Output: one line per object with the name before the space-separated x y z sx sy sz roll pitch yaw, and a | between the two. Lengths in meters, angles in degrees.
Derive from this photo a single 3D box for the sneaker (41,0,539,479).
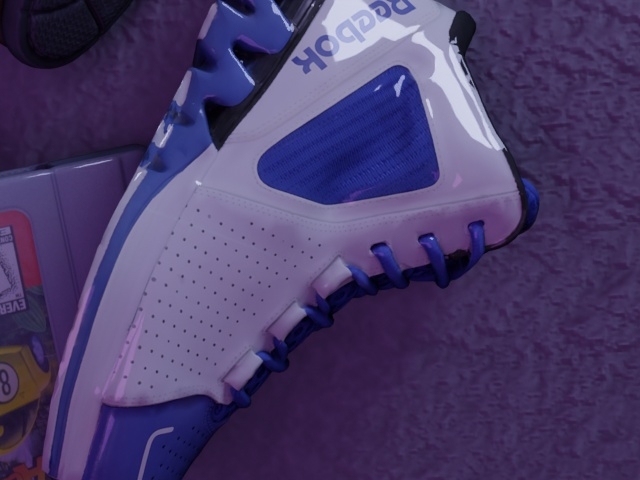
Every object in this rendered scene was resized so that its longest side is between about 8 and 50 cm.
sneaker | 0.000 -0.001 0.623 0.182 0.127 0.315 22 78 -3

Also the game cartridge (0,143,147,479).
game cartridge | -0.201 0.075 0.645 0.294 0.060 0.196 -16 104 -28

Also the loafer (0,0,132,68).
loafer | -0.101 -0.235 0.646 0.095 0.109 0.302 28 96 20
